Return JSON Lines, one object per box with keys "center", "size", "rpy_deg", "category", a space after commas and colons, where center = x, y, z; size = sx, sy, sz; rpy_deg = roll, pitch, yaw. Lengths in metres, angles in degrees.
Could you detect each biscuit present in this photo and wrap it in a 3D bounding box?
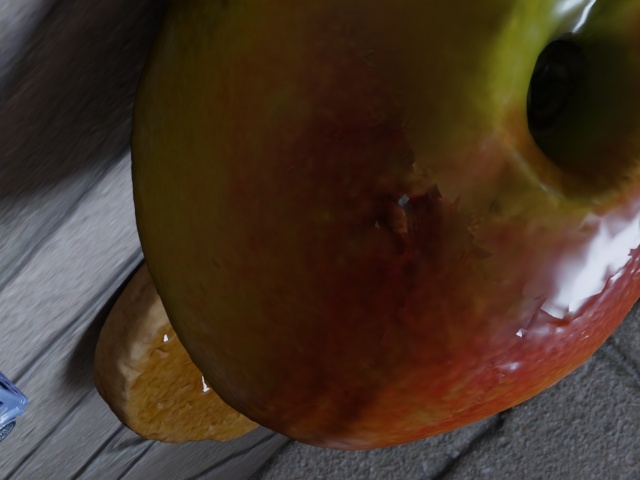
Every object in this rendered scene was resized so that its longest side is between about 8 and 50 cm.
{"center": [-0.001, -0.001, 1.583], "size": [0.455, 0.078, 0.350], "rpy_deg": [-38, 158, -6], "category": "biscuit"}

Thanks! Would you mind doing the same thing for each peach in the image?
{"center": [0.046, -0.058, 1.019], "size": [0.289, 0.373, 0.373], "rpy_deg": [4, 148, -22], "category": "peach"}

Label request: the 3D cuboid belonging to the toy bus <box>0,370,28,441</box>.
{"center": [-0.274, 0.139, 1.198], "size": [0.167, 0.073, 0.076], "rpy_deg": [-47, 169, -4], "category": "toy bus"}
